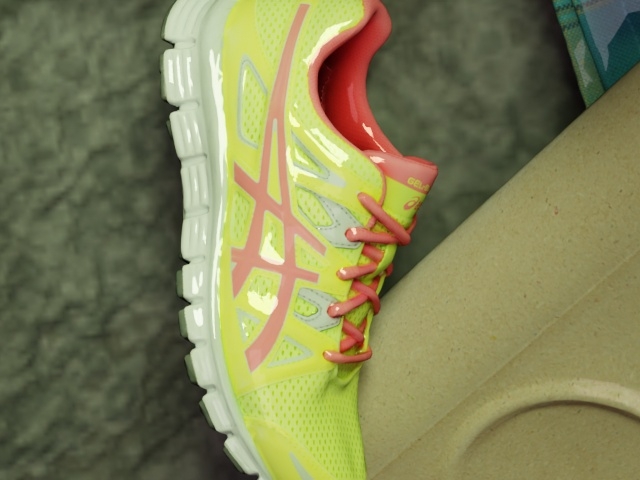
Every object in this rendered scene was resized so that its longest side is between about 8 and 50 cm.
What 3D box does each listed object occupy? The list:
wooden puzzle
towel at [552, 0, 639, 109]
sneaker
[{"bbox_3d":[0.200,0.093,0.719,0.348,0.080,0.322,45,118,-3],"label":"wooden puzzle"},{"bbox_3d":[0.247,-0.180,0.690,0.370,0.040,0.271,-18,103,7],"label":"towel"},{"bbox_3d":[0.000,0.000,0.702,0.094,0.081,0.208,-10,87,19],"label":"sneaker"}]
